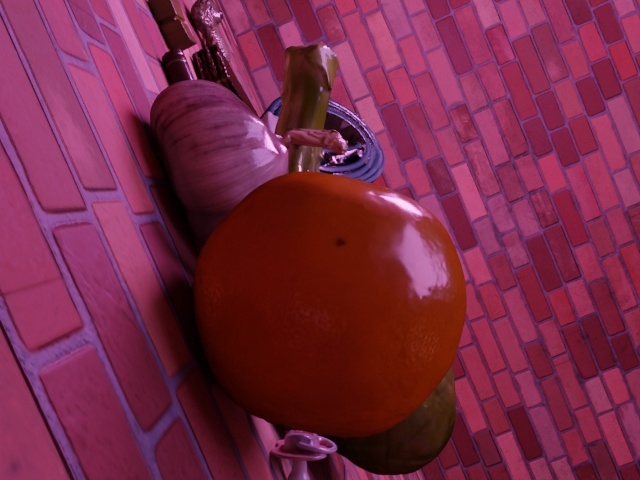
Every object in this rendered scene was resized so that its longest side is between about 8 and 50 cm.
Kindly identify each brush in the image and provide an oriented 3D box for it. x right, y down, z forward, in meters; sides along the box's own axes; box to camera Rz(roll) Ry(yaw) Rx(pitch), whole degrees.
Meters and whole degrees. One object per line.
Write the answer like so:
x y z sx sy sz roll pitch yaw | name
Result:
-0.297 -0.451 1.413 0.233 0.047 0.103 -95 162 -79 | brush

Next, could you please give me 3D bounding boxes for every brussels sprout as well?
0.081 0.230 1.097 0.328 0.247 0.327 25 -58 48 | brussels sprout

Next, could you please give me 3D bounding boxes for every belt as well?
-0.021 -0.211 1.662 0.300 0.173 0.437 52 31 9 | belt

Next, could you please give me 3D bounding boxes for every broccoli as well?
-0.038 -0.116 1.213 0.353 0.275 0.396 -37 -122 49 | broccoli

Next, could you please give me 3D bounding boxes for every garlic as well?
-0.087 -0.116 0.926 0.245 0.253 0.244 164 -90 -88 | garlic

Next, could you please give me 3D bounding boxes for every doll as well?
-0.286 -0.535 1.887 0.203 0.091 0.285 -32 109 -74 | doll

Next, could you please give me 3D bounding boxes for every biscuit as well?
-0.214 -0.334 1.694 0.388 0.073 0.107 57 12 -66 | biscuit

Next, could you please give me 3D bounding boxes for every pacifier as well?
-0.021 0.282 0.852 0.099 0.082 0.077 37 58 -81 | pacifier

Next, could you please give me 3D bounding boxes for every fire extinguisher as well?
-0.236 -0.260 1.185 0.064 0.043 0.158 -31 -102 51 | fire extinguisher

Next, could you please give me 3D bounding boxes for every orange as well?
0.008 0.070 0.759 0.312 0.312 0.311 -23 90 -86 | orange

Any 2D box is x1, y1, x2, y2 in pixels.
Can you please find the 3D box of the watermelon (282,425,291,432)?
-0.057 0.169 0.962 0.154 0.095 0.241 39 30 -66 | watermelon
